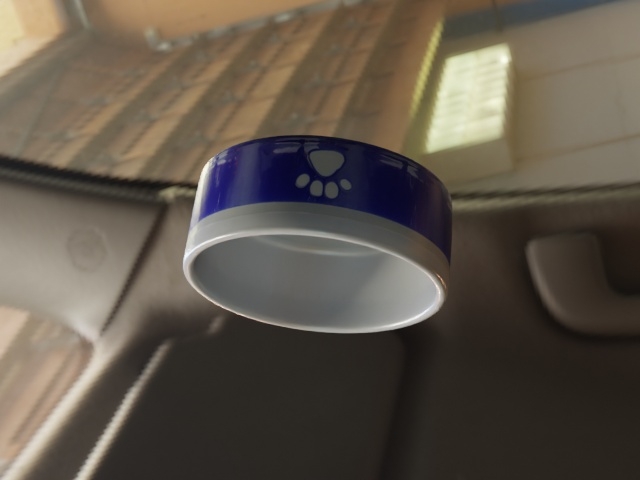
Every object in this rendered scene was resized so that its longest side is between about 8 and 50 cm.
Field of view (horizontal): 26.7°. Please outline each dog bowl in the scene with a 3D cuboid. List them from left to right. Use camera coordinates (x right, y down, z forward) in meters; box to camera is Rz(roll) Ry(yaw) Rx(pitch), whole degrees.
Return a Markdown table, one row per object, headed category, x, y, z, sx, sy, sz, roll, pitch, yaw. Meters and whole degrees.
| category | x | y | z | sx | sy | sz | roll | pitch | yaw |
| --- | --- | --- | --- | --- | --- | --- | --- | --- | --- |
| dog bowl | 0.000 | 0.000 | 1.356 | 0.265 | 0.265 | 0.104 | -7 | -117 | 29 |
